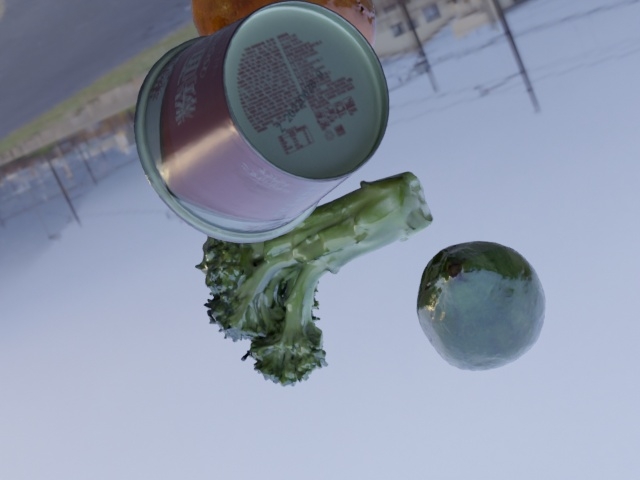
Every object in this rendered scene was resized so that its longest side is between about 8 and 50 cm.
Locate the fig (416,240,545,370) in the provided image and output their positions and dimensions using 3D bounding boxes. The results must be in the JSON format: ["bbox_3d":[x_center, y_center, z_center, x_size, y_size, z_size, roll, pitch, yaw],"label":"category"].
[{"bbox_3d":[0.146,0.055,0.929,0.123,0.123,0.156,-23,164,6],"label":"fig"}]

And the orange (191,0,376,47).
[{"bbox_3d":[-0.052,-0.326,1.479,0.226,0.284,0.284,-53,-176,15],"label":"orange"}]

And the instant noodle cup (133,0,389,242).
[{"bbox_3d":[-0.051,-0.128,1.020,0.234,0.235,0.178,-31,-175,-30],"label":"instant noodle cup"}]

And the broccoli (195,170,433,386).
[{"bbox_3d":[-0.027,-0.022,1.623,0.275,0.353,0.397,-27,153,-57],"label":"broccoli"}]
